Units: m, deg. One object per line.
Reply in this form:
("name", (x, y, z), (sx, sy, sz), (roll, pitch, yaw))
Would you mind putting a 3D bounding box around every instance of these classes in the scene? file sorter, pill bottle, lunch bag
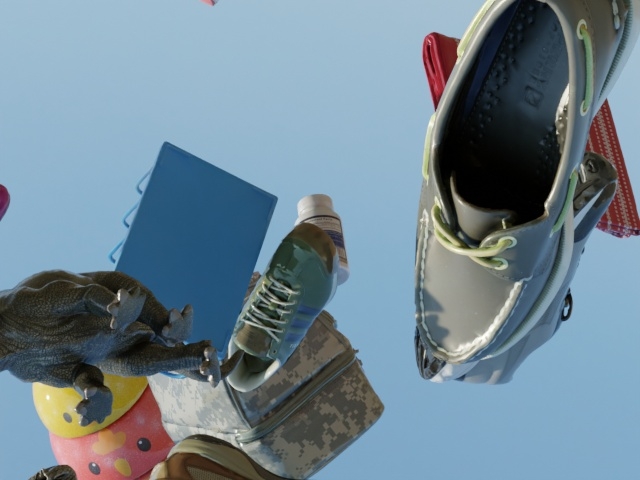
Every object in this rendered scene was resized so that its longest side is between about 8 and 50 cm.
("file sorter", (-0.133, 0.023, 1.408), (0.118, 0.104, 0.170), (27, -119, -16))
("pill bottle", (0.000, 0.000, 2.092), (0.067, 0.067, 0.120), (9, -125, -26))
("lunch bag", (-0.097, 0.162, 1.991), (0.212, 0.256, 0.305), (-39, -163, -23))

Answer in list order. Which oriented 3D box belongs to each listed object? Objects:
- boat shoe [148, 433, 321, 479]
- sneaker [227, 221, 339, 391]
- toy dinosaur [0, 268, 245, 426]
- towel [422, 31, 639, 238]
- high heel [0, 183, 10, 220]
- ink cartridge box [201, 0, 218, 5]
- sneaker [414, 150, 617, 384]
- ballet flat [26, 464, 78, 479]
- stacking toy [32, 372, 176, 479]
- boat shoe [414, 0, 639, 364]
("boat shoe", (-0.056, 0.311, 1.609), (0.324, 0.123, 0.120), (16, -145, 33))
("sneaker", (-0.040, 0.072, 1.418), (0.064, 0.192, 0.086), (33, -129, 9))
("toy dinosaur", (-0.171, 0.061, 1.137), (0.160, 0.121, 0.313), (20, -160, 34))
("towel", (0.225, -0.108, 1.644), (0.275, 0.031, 0.199), (11, -121, -38))
("high heel", (-0.435, -0.018, 1.535), (0.117, 0.244, 0.082), (53, -158, -55))
("ink cartridge box", (-0.150, -0.298, 1.329), (0.198, 0.115, 0.067), (27, 168, 17))
("sneaker", (0.186, 0.027, 1.382), (0.108, 0.271, 0.100), (15, -141, -23))
("ballet flat", (-0.419, 0.375, 2.011), (0.250, 0.058, 0.084), (-37, -120, -17))
("stacking toy", (-0.359, 0.255, 2.531), (0.480, 0.350, 0.350), (53, 178, -34))
("boat shoe", (0.111, -0.041, 0.974), (0.109, 0.305, 0.091), (29, -146, 21))
